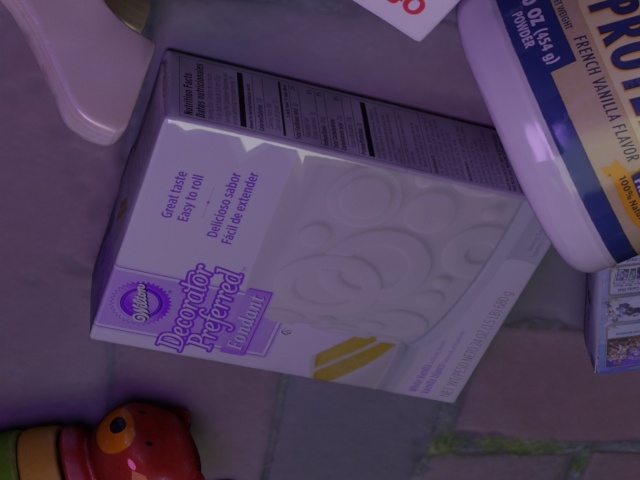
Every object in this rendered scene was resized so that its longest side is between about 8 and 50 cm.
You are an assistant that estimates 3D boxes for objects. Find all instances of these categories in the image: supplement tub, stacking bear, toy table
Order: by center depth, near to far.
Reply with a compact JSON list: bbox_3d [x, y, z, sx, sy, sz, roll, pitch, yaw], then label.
[{"bbox_3d":[-0.160,-0.196,0.843,0.161,0.252,0.274,24,164,-18],"label":"toy table"},{"bbox_3d":[0.276,-0.135,0.938,0.316,0.228,0.228,-24,130,14],"label":"supplement tub"},{"bbox_3d":[-0.250,0.237,1.267,0.289,0.175,0.164,-20,129,1],"label":"stacking bear"}]

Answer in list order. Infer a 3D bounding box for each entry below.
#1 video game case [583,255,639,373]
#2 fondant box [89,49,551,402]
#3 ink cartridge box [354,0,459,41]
[{"bbox_3d":[0.365,-0.004,1.178,0.269,0.061,0.244,-7,131,0],"label":"video game case"},{"bbox_3d":[0.000,0.000,1.118,0.330,0.096,0.238,12,129,-16],"label":"fondant box"},{"bbox_3d":[0.069,-0.270,0.879,0.172,0.100,0.237,28,123,-27],"label":"ink cartridge box"}]
